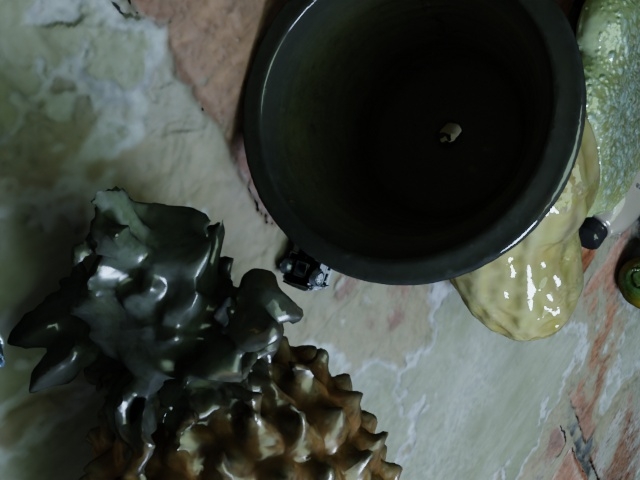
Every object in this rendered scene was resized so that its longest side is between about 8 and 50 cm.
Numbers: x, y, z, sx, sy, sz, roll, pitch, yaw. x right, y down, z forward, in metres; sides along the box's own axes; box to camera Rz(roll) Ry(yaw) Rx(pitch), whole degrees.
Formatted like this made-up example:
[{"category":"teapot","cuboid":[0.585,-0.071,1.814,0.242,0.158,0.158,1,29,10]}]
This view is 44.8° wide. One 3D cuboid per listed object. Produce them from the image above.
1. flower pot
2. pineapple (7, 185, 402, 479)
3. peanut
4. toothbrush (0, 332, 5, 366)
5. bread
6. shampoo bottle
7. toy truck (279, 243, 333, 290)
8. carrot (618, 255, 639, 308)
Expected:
[{"category":"flower pot","cuboid":[0.080,-0.086,0.575,0.148,0.235,0.235,0,107,-66]},{"category":"pineapple","cuboid":[-0.076,0.112,0.496,0.223,0.223,0.357,-36,120,-31]},{"category":"peanut","cuboid":[0.183,-0.033,0.730,0.152,0.152,0.313,-32,129,-33]},{"category":"toothbrush","cuboid":[-0.232,-0.051,0.386,0.030,0.030,0.304,-38,127,-30]},{"category":"bread","cuboid":[0.309,-0.170,0.799,0.207,0.056,0.286,43,70,-44]},{"category":"shampoo bottle","cuboid":[0.384,-0.095,0.961,0.257,0.078,0.127,-52,136,-16]},{"category":"toy truck","cuboid":[0.000,0.000,0.635,0.044,0.039,0.083,13,95,-62]},{"category":"carrot","cuboid":[0.523,0.095,1.201,0.298,0.078,0.078,34,81,-53]}]
